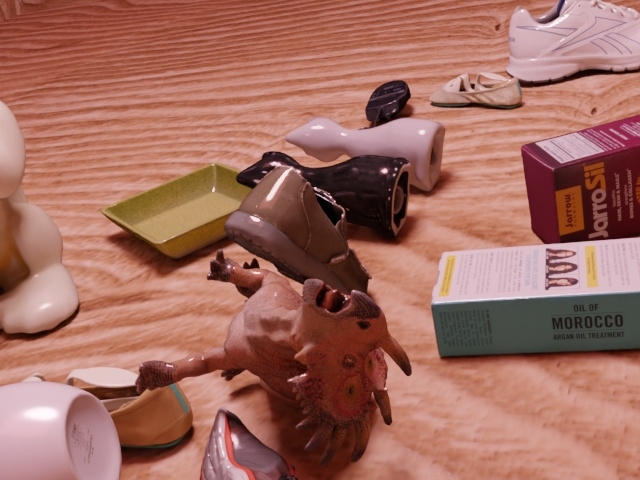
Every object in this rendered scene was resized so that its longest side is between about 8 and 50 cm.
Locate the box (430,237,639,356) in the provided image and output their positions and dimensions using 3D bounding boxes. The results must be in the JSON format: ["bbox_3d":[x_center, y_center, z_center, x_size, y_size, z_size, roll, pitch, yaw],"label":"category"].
[{"bbox_3d":[0.228,0.050,0.814,0.244,0.060,0.100,-4,26,17],"label":"box"}]

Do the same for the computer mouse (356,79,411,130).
[{"bbox_3d":[0.097,-0.185,1.409,0.071,0.041,0.242,-10,30,25],"label":"computer mouse"}]

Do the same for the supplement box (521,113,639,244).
[{"bbox_3d":[0.322,-0.067,0.965,0.188,0.104,0.081,-15,25,-6],"label":"supplement box"}]

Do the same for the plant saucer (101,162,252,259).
[{"bbox_3d":[-0.169,-0.036,1.195,0.188,0.045,0.188,-26,28,-27],"label":"plant saucer"}]

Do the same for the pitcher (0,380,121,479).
[{"bbox_3d":[-0.262,0.202,0.673,0.207,0.125,0.178,-19,44,11],"label":"pitcher"}]

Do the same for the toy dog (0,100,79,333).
[{"bbox_3d":[-0.461,-0.110,1.056,0.284,0.408,0.395,-11,25,2],"label":"toy dog"}]

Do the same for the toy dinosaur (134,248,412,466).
[{"bbox_3d":[-0.005,0.097,0.730,0.200,0.127,0.295,18,-3,20],"label":"toy dinosaur"}]

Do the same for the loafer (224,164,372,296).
[{"bbox_3d":[0.000,0.000,0.854,0.094,0.251,0.087,26,84,23],"label":"loafer"}]

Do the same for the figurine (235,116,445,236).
[{"bbox_3d":[0.030,-0.101,1.145,0.209,0.092,0.215,12,32,22],"label":"figurine"}]

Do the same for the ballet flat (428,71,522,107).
[{"bbox_3d":[0.246,-0.243,1.433,0.168,0.052,0.057,9,32,38],"label":"ballet flat"}]

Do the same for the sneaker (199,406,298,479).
[{"bbox_3d":[-0.053,0.183,0.692,0.065,0.061,0.158,13,14,-18],"label":"sneaker"}]

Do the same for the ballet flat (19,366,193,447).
[{"bbox_3d":[-0.227,0.147,0.804,0.232,0.073,0.080,-7,25,11],"label":"ballet flat"}]

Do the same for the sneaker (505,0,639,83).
[{"bbox_3d":[0.446,-0.337,1.451,0.297,0.129,0.111,-9,23,4],"label":"sneaker"}]
